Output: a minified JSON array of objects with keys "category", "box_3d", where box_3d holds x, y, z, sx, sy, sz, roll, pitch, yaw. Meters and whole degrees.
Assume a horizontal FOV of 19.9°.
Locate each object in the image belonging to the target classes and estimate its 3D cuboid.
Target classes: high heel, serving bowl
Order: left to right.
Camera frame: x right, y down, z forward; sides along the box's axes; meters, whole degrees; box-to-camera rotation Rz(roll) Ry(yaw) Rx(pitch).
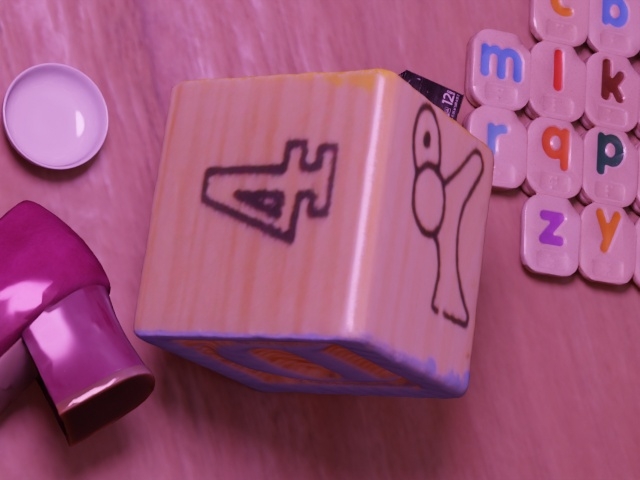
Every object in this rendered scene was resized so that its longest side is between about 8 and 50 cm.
[{"category":"high heel","box_3d":[-0.317,0.112,1.288,0.377,0.127,0.181,-23,61,-23]},{"category":"serving bowl","box_3d":[-0.206,-0.093,1.398,0.083,0.027,0.083,5,78,-24]}]

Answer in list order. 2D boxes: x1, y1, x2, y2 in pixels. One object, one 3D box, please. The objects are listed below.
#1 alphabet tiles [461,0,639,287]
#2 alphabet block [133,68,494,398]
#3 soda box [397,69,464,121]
[{"category":"alphabet tiles","box_3d":[0.253,-0.096,1.613,0.284,0.021,0.278,8,77,-23]},{"category":"alphabet block","box_3d":[0.000,0.000,1.348,0.192,0.193,0.197,33,61,-57]},{"category":"soda box","box_3d":[0.063,-0.050,1.498,0.060,0.053,0.168,22,71,-19]}]
